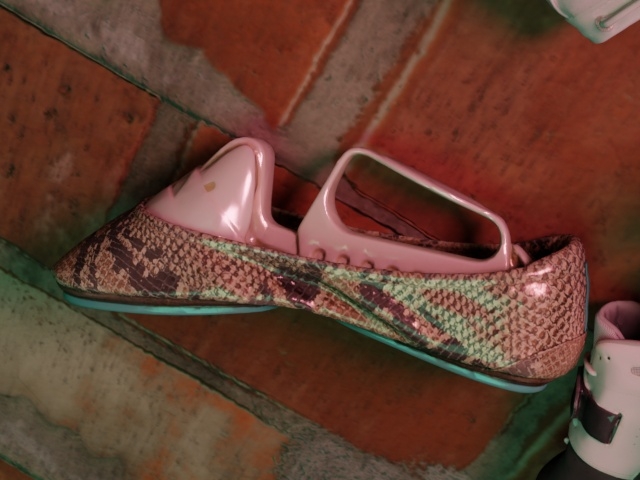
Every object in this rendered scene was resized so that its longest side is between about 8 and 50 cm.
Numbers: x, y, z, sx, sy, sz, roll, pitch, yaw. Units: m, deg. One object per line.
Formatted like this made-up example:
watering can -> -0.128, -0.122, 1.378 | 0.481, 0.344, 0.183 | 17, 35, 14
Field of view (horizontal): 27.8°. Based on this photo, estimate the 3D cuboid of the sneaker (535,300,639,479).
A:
sneaker -> 0.277, 0.127, 1.134 | 0.146, 0.122, 0.330 | 49, 134, 7

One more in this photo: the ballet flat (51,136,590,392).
ballet flat -> 0.000, 0.000, 1.143 | 0.483, 0.164, 0.182 | 10, 108, 11

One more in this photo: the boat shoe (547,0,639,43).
boat shoe -> 0.295, -0.217, 0.814 | 0.367, 0.136, 0.156 | -27, 112, 42
